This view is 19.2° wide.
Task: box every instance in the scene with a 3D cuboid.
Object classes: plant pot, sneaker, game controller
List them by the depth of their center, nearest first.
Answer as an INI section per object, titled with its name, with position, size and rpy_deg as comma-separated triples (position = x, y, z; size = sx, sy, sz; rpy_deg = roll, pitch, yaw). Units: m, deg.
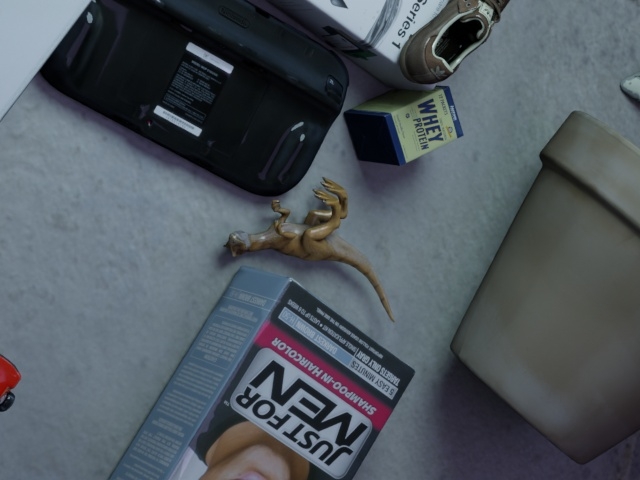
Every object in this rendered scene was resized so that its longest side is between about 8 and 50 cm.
[game controller]
position = -0.120, -0.167, 1.849
size = 0.319, 0.067, 0.166
rpy_deg = 28, 97, -28
[sneaker]
position = 0.157, -0.226, 1.874
size = 0.066, 0.071, 0.188
rpy_deg = 43, 75, -28
[plant pot]
position = 0.298, 0.072, 1.988
size = 0.323, 0.323, 0.280
rpy_deg = 39, 93, -27

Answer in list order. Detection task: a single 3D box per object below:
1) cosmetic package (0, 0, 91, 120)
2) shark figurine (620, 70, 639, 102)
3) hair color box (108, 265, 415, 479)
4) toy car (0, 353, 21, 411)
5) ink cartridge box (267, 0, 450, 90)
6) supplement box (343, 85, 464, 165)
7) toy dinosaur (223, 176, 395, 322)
[cosmetic package]
position = -0.280, -0.292, 1.651
size = 0.230, 0.161, 0.453
rpy_deg = 36, 78, -11
[shark figurine]
position = 0.473, -0.099, 2.161
size = 0.166, 0.116, 0.278
rpy_deg = -25, 102, 11
[hair color box]
position = -0.086, 0.233, 1.876
size = 0.185, 0.113, 0.374
rpy_deg = 37, 78, -28
[toy car]
position = -0.397, 0.212, 1.735
size = 0.225, 0.053, 0.239
rpy_deg = 5, 93, -29
[ink cartridge box]
position = 0.051, -0.272, 1.903
size = 0.219, 0.092, 0.160
rpy_deg = 32, 81, -28
[supplement box]
position = 0.085, -0.120, 1.946
size = 0.083, 0.083, 0.056
rpy_deg = -26, 109, -25
[toy dinosaur]
position = 0.000, 0.000, 1.938
size = 0.211, 0.064, 0.112
rpy_deg = 15, 113, -25
